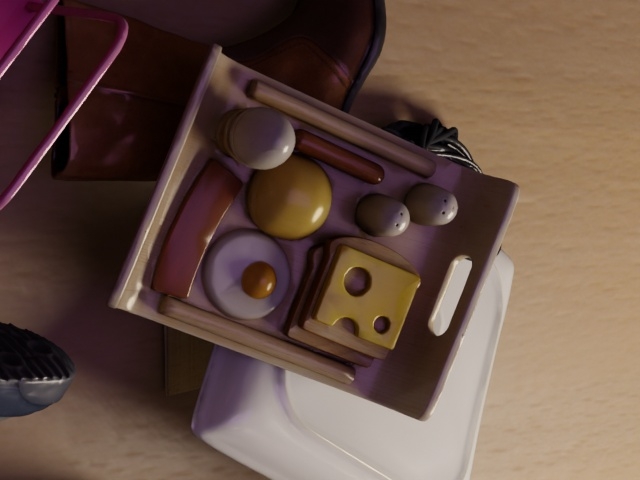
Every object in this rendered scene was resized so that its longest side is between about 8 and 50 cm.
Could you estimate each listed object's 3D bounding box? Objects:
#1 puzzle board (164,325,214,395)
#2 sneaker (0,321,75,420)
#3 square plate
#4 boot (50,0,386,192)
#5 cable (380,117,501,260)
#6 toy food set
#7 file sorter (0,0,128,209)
[{"bbox_3d":[-0.100,0.068,1.428,0.096,0.011,0.128,-10,107,-39],"label":"puzzle board"},{"bbox_3d":[-0.340,0.130,1.194,0.319,0.112,0.131,1,115,-35],"label":"sneaker"},{"bbox_3d":[0.057,0.086,1.471,0.347,0.049,0.344,36,59,-38],"label":"square plate"},{"bbox_3d":[-0.091,-0.161,1.347,0.280,0.096,0.264,9,85,-26],"label":"boot"},{"bbox_3d":[0.127,-0.047,1.510,0.047,0.151,0.184,-36,162,21],"label":"cable"},{"bbox_3d":[0.000,0.000,1.290,0.306,0.092,0.220,23,86,-25],"label":"toy food set"},{"bbox_3d":[-0.304,-0.174,1.087,0.291,0.182,0.202,46,71,-37],"label":"file sorter"}]
